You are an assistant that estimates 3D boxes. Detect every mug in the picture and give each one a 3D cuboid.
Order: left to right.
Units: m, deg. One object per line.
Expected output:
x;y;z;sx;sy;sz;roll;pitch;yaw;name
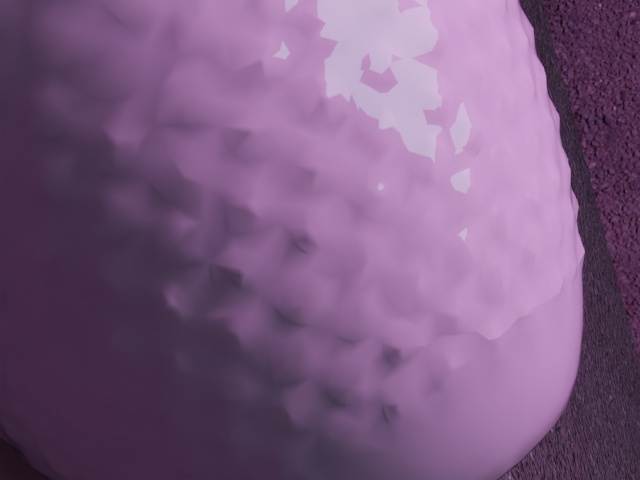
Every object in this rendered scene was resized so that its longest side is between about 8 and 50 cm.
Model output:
-0.058;-0.048;0.602;0.328;0.276;0.374;61;-9;-6;mug

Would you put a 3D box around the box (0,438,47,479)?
-0.142;0.179;0.668;0.232;0.149;0.127;68;21;-9;box
